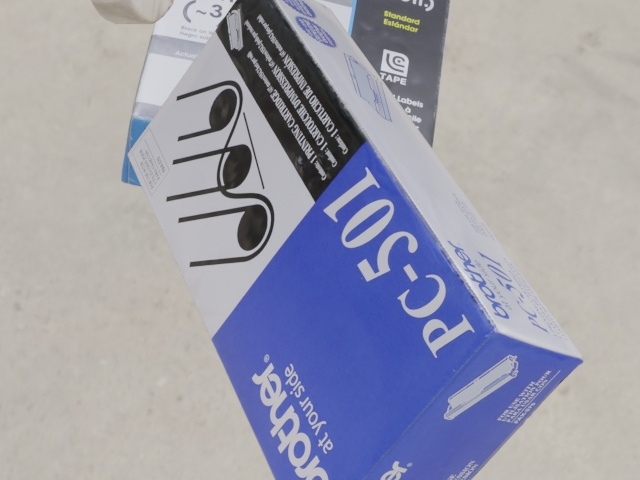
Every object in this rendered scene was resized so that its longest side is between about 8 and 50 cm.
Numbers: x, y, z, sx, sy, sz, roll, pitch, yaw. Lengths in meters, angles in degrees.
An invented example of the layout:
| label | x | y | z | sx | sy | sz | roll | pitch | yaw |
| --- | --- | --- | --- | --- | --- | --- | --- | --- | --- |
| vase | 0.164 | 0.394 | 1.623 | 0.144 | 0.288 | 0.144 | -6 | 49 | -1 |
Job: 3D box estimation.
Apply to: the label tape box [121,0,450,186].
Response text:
| label | x | y | z | sx | sy | sz | roll | pitch | yaw |
| --- | --- | --- | --- | --- | --- | --- | --- | --- | --- |
| label tape box | -0.018 | -0.184 | 1.133 | 0.241 | 0.106 | 0.333 | 12 | 58 | -5 |

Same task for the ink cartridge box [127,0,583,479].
| label | x | y | z | sx | sy | sz | roll | pitch | yaw |
| --- | --- | --- | --- | --- | --- | --- | --- | --- | --- |
| ink cartridge box | 0.000 | 0.000 | 0.466 | 0.046 | 0.097 | 0.207 | 19 | 28 | -39 |

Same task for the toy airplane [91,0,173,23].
| label | x | y | z | sx | sy | sz | roll | pitch | yaw |
| --- | --- | --- | --- | --- | --- | --- | --- | --- | --- |
| toy airplane | -0.066 | -0.355 | 0.668 | 0.273 | 0.386 | 0.384 | -1 | 34 | 35 |
